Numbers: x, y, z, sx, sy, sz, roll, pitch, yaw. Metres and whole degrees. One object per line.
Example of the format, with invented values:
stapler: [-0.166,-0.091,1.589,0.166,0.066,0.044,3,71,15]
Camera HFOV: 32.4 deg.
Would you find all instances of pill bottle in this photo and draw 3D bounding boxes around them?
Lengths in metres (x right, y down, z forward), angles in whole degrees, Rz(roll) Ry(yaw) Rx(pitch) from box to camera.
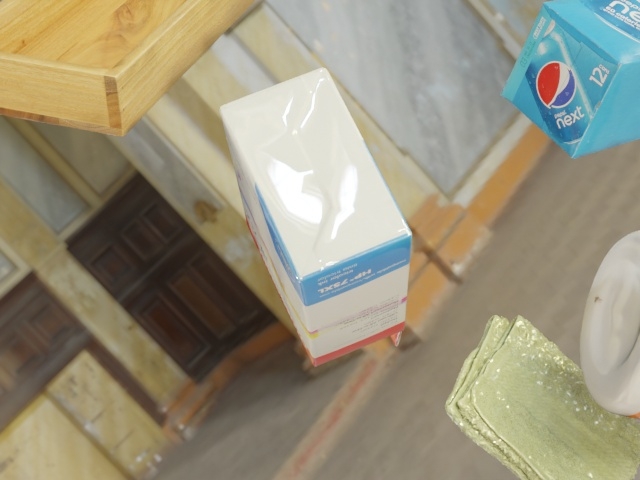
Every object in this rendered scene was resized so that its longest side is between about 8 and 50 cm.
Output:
pill bottle: [0.293,0.072,0.715,0.121,0.221,0.121,-168,90,-81]

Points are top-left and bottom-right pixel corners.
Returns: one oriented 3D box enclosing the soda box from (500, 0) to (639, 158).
soda box: [0.218,-0.117,0.697,0.210,0.067,0.071,-18,-38,-35]

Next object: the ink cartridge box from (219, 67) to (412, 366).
ink cartridge box: [0.000,0.000,0.777,0.078,0.134,0.231,-23,-22,-7]

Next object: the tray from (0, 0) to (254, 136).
tray: [-0.220,-0.256,1.238,0.411,0.202,0.076,-59,-26,-51]

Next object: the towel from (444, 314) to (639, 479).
towel: [0.160,0.128,0.771,0.110,0.148,0.027,-50,0,-40]
